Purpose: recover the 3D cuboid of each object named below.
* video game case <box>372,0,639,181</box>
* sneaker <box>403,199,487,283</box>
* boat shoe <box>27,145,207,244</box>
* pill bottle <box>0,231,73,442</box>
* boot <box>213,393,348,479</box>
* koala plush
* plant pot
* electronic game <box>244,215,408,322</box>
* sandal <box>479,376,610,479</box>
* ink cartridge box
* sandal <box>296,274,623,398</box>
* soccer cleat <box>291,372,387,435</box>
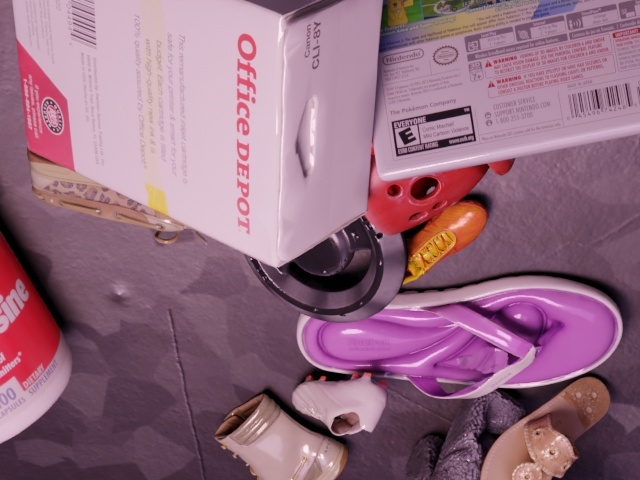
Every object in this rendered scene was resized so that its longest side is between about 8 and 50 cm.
[{"bbox_3d":[0.198,-0.235,1.467,0.329,0.036,0.300,-10,80,16],"label":"video game case"},{"bbox_3d":[0.135,0.012,1.756,0.175,0.067,0.064,-37,111,28],"label":"sneaker"},{"bbox_3d":[-0.218,-0.062,1.749,0.285,0.104,0.089,17,132,10],"label":"boat shoe"},{"bbox_3d":[-0.496,0.051,1.788,0.229,0.229,0.408,-14,122,19],"label":"pill bottle"},{"bbox_3d":[-0.086,0.316,2.007,0.165,0.077,0.213,36,118,-17],"label":"boot"},{"bbox_3d":[0.236,0.346,1.883,0.221,0.203,0.196,34,125,-8],"label":"koala plush"},{"bbox_3d":[0.112,-0.125,1.593,0.174,0.191,0.191,-26,118,15],"label":"plant pot"},{"bbox_3d":[0.000,0.000,1.753,0.229,0.048,0.229,14,124,21],"label":"electronic game"},{"bbox_3d":[0.292,0.246,1.796,0.088,0.240,0.079,48,151,3],"label":"sandal"},{"bbox_3d":[-0.133,-0.178,1.493,0.384,0.160,0.279,25,129,32],"label":"ink cartridge box"},{"bbox_3d":[0.173,0.141,1.819,0.416,0.102,0.169,-3,125,13],"label":"sandal"},{"bbox_3d":[0.016,0.219,1.879,0.068,0.076,0.196,29,157,-26],"label":"soccer cleat"}]
